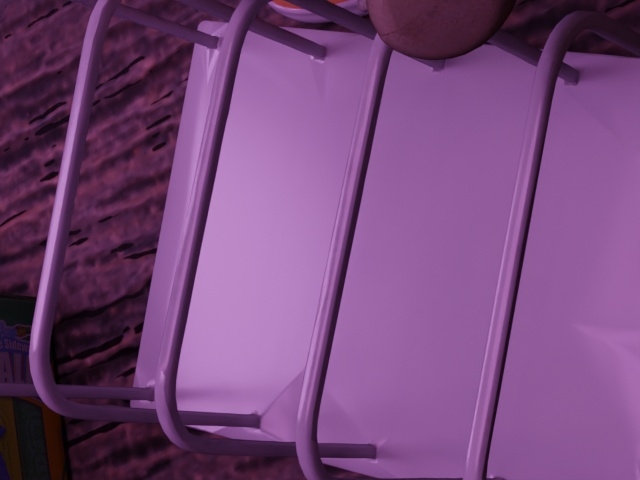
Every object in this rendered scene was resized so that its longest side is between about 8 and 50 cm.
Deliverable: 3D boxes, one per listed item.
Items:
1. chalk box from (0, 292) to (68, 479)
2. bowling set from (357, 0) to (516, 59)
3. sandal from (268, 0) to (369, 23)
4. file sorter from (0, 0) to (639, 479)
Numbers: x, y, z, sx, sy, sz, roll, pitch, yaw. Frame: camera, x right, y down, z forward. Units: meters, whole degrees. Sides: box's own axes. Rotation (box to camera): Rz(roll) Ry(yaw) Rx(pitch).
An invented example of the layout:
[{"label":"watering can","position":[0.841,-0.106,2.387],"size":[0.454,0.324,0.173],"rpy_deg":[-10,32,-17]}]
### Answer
[{"label":"chalk box","position":[-0.218,0.094,0.796],"size":[0.132,0.132,0.213],"rpy_deg":[-17,76,32]},{"label":"bowling set","position":[0.165,-0.102,0.452],"size":[0.287,0.154,0.200],"rpy_deg":[-35,107,21]},{"label":"sandal","position":[0.065,-0.161,0.670],"size":[0.265,0.076,0.102],"rpy_deg":[-21,73,30]},{"label":"file sorter","position":[0.000,0.000,0.637],"size":[0.278,0.173,0.192],"rpy_deg":[10,89,35]}]
